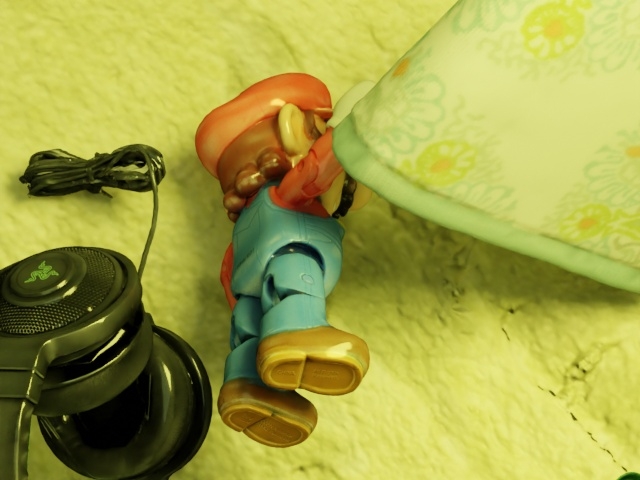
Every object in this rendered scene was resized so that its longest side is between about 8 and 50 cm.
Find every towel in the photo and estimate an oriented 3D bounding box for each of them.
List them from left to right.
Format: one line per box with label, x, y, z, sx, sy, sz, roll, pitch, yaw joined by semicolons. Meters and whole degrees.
towel;0.238;-0.114;1.131;0.320;0.374;0.090;-47;45;28

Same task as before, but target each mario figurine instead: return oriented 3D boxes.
mario figurine;0.000;0.000;1.224;0.198;0.170;0.320;-18;50;20

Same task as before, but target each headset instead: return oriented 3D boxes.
headset;-0.197;0.093;1.182;0.185;0.243;0.394;1;58;19

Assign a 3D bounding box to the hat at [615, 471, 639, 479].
hat;0.313;0.273;1.125;0.184;0.173;0.208;-7;86;33
